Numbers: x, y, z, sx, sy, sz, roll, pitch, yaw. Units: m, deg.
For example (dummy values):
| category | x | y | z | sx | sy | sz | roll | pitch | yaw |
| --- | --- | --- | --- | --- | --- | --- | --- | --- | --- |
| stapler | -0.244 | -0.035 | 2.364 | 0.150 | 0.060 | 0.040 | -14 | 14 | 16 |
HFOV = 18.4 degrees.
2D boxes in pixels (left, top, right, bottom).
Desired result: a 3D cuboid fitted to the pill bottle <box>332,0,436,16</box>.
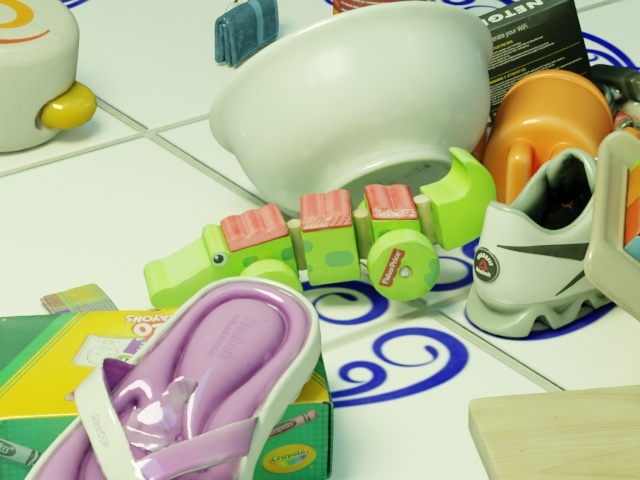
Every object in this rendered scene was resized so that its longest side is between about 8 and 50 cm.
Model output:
| category | x | y | z | sx | sy | sz | roll | pitch | yaw |
| --- | --- | --- | --- | --- | --- | --- | --- | --- | --- |
| pill bottle | 0.074 | -0.284 | 2.296 | 0.121 | 0.221 | 0.121 | 0 | 28 | 0 |

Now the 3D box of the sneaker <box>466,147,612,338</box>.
| category | x | y | z | sx | sy | sz | roll | pitch | yaw |
| --- | --- | --- | --- | --- | --- | --- | --- | --- | --- |
| sneaker | 0.277 | -0.026 | 1.892 | 0.122 | 0.146 | 0.331 | 23 | 34 | 39 |

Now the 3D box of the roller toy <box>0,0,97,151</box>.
| category | x | y | z | sx | sy | sz | roll | pitch | yaw |
| --- | --- | --- | --- | --- | --- | --- | --- | --- | --- |
| roller toy | -0.366 | -0.191 | 2.200 | 0.209 | 0.146 | 0.191 | -6 | 36 | -23 |

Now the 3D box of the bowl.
| category | x | y | z | sx | sy | sz | roll | pitch | yaw |
| --- | --- | --- | --- | --- | --- | --- | --- | --- | --- |
| bowl | 0.049 | -0.102 | 1.963 | 0.298 | 0.298 | 0.134 | -10 | 67 | -19 |

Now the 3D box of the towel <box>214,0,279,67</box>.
| category | x | y | z | sx | sy | sz | roll | pitch | yaw |
| --- | --- | --- | --- | --- | --- | --- | --- | --- | --- |
| towel | -0.088 | -0.261 | 2.419 | 0.029 | 0.067 | 0.119 | 13 | 30 | 27 |

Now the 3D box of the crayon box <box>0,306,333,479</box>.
| category | x | y | z | sx | sy | sz | roll | pitch | yaw |
| --- | --- | --- | --- | --- | --- | --- | --- | --- | --- |
| crayon box | -0.136 | 0.131 | 1.649 | 0.279 | 0.081 | 0.165 | -3 | 28 | -6 |

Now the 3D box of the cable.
| category | x | y | z | sx | sy | sz | roll | pitch | yaw |
| --- | --- | --- | --- | --- | --- | --- | --- | --- | --- |
| cable | 0.297 | -0.165 | 2.283 | 0.139 | 0.072 | 0.287 | -35 | 28 | -23 |

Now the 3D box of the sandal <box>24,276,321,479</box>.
| category | x | y | z | sx | sy | sz | roll | pitch | yaw |
| --- | --- | --- | --- | --- | --- | --- | --- | --- | --- |
| sandal | -0.117 | 0.133 | 1.469 | 0.169 | 0.102 | 0.416 | 10 | 35 | 12 |

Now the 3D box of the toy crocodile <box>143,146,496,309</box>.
| category | x | y | z | sx | sy | sz | roll | pitch | yaw |
| --- | --- | --- | --- | --- | --- | --- | --- | --- | --- |
| toy crocodile | 0.000 | 0.000 | 1.855 | 0.341 | 0.105 | 0.115 | -12 | 29 | -1 |

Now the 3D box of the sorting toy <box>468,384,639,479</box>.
| category | x | y | z | sx | sy | sz | roll | pitch | yaw |
| --- | --- | --- | --- | --- | --- | --- | --- | --- | --- |
| sorting toy | 0.261 | 0.213 | 1.486 | 0.257 | 0.089 | 0.255 | -4 | 28 | -8 |

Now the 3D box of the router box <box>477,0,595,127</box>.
| category | x | y | z | sx | sy | sz | roll | pitch | yaw |
| --- | --- | --- | --- | --- | --- | --- | --- | --- | --- |
| router box | 0.204 | -0.185 | 2.156 | 0.179 | 0.133 | 0.046 | -22 | 31 | -6 |

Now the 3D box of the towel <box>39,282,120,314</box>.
| category | x | y | z | sx | sy | sz | roll | pitch | yaw |
| --- | --- | --- | --- | --- | --- | --- | --- | --- | --- |
| towel | -0.223 | 0.066 | 1.853 | 0.060 | 0.009 | 0.083 | -14 | 31 | -26 |

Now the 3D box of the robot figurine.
| category | x | y | z | sx | sy | sz | roll | pitch | yaw |
| --- | --- | --- | --- | --- | --- | --- | --- | --- | --- |
| robot figurine | 0.235 | -0.100 | 2.046 | 0.158 | 0.128 | 0.219 | -31 | 16 | 26 |

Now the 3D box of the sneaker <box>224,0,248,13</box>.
| category | x | y | z | sx | sy | sz | roll | pitch | yaw |
| --- | --- | --- | --- | --- | --- | --- | --- | --- | --- |
| sneaker | -0.093 | -0.292 | 2.521 | 0.044 | 0.040 | 0.109 | 20 | 33 | 3 |

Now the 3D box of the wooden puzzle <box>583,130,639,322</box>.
| category | x | y | z | sx | sy | sz | roll | pitch | yaw |
| --- | --- | --- | --- | --- | --- | --- | --- | --- | --- |
| wooden puzzle | 0.337 | 0.017 | 1.776 | 0.221 | 0.044 | 0.238 | 37 | 33 | -10 |
